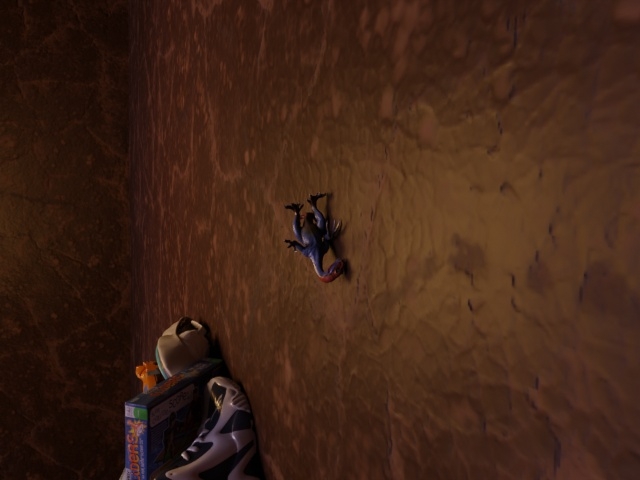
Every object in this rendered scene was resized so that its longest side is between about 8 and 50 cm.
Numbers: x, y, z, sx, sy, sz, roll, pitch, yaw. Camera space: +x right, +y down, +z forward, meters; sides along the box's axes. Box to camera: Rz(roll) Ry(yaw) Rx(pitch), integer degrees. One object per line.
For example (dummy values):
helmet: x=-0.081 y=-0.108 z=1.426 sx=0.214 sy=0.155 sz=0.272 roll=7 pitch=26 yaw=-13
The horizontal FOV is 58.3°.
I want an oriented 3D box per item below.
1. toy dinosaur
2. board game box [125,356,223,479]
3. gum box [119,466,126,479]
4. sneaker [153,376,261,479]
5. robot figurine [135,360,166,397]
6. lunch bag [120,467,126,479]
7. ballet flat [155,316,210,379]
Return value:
toy dinosaur: x=0.000 y=0.000 z=0.504 sx=0.090 sy=0.047 sz=0.082 roll=45 pitch=-152 yaw=-75
board game box: x=-0.199 y=0.260 z=0.811 sx=0.201 sy=0.035 sz=0.136 roll=-14 pitch=-72 yaw=-71
gum box: x=-0.438 y=0.608 z=1.361 sx=0.184 sy=0.041 sz=0.157 roll=80 pitch=-150 yaw=-63
sneaker: x=-0.163 y=0.279 z=0.726 sx=0.094 sy=0.153 sz=0.235 roll=114 pitch=147 yaw=-42
robot figurine: x=-0.382 y=0.428 z=1.345 sx=0.291 sy=0.085 sz=0.211 roll=-129 pitch=42 yaw=-56
lunch bag: x=-0.331 y=0.545 z=1.074 sx=0.243 sy=0.115 sz=0.303 roll=-47 pitch=28 yaw=33
ballet flat: x=-0.226 y=0.177 z=0.963 sx=0.248 sy=0.086 sz=0.086 roll=-164 pitch=75 yaw=-74
